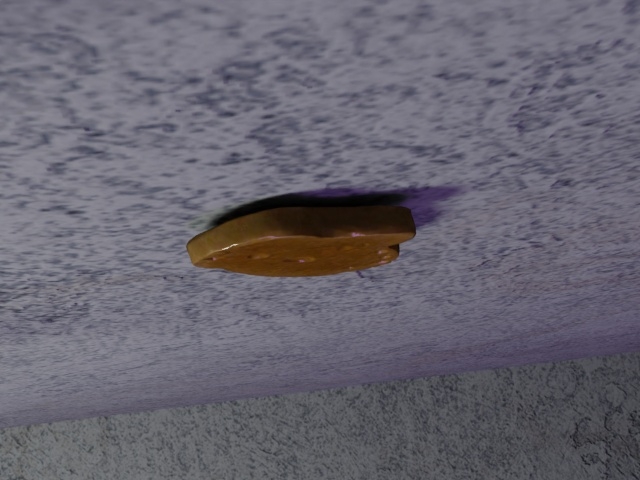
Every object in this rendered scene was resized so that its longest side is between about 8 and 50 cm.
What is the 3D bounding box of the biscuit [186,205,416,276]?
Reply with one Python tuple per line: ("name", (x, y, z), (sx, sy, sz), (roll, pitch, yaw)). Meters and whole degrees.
("biscuit", (0.000, -0.002, 0.555), (0.118, 0.023, 0.140), (-14, 166, 27))
